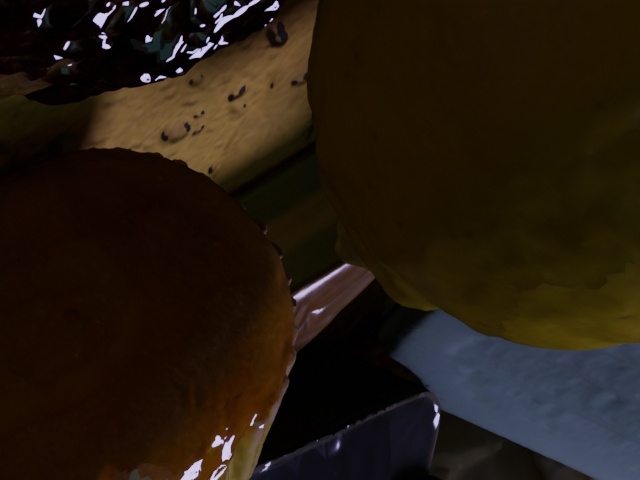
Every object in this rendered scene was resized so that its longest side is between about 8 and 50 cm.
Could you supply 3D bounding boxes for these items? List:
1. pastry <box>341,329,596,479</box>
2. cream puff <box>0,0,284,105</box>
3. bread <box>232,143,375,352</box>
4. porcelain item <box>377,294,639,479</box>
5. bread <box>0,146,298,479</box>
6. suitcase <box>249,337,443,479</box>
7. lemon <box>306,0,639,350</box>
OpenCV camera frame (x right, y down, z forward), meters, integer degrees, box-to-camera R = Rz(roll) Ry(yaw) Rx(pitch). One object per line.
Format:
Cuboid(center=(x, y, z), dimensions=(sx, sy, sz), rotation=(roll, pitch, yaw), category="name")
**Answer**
Cuboid(center=(0.090, 0.190, 1.442), dimensions=(0.409, 0.245, 0.409), rotation=(-37, 163, -13), category="pastry")
Cuboid(center=(-0.063, -0.136, 0.524), dimensions=(0.239, 0.165, 0.239), rotation=(-37, 160, -16), category="cream puff")
Cuboid(center=(0.004, -0.003, 1.105), dimensions=(0.139, 0.074, 0.084), rotation=(-35, 160, -22), category="bread")
Cuboid(center=(0.200, 0.030, 1.151), dimensions=(0.281, 0.286, 0.157), rotation=(123, -9, -65), category="porcelain item")
Cuboid(center=(-0.125, 0.069, 0.856), dimensions=(0.250, 0.179, 0.133), rotation=(-34, 163, -32), category="bread")
Cuboid(center=(-0.112, 0.211, 1.097), dimensions=(0.434, 0.194, 0.283), rotation=(-16, 123, -50), category="suitcase")
Cuboid(center=(0.138, -0.089, 0.857), dimensions=(0.285, 0.285, 0.316), rotation=(-9, 123, -57), category="lemon")
